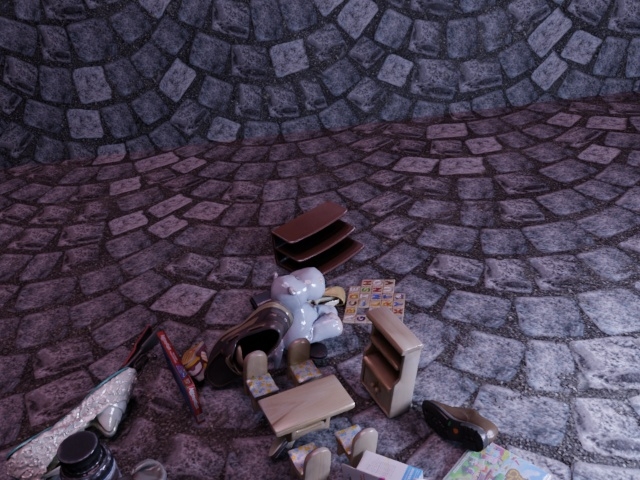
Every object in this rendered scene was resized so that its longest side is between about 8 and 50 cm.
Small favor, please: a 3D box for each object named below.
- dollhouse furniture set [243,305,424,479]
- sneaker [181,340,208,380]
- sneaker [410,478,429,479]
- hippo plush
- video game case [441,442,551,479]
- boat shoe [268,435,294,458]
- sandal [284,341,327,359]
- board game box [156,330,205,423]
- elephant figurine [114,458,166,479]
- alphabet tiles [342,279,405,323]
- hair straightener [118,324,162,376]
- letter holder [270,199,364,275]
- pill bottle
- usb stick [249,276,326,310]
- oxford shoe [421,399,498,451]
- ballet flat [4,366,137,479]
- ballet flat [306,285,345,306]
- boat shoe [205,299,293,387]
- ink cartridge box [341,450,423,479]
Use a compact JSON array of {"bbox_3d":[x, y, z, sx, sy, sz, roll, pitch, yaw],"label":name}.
[{"bbox_3d":[0.042,0.365,1.551,0.394,0.256,0.362,-14,36,-25],"label":"dollhouse furniture set"},{"bbox_3d":[-0.380,0.378,1.875,0.070,0.084,0.185,-33,7,6],"label":"sneaker"},{"bbox_3d":[0.149,0.570,1.276,0.323,0.236,0.130,4,34,17],"label":"sneaker"},{"bbox_3d":[-0.089,0.201,1.882,0.294,0.236,0.234,-22,21,-24],"label":"hippo plush"},{"bbox_3d":[0.400,0.575,1.415,0.193,0.023,0.212,22,43,39],"label":"video game case"},{"bbox_3d":[-0.085,0.523,1.587,0.049,0.043,0.137,-27,12,44],"label":"boat shoe"},{"bbox_3d":[-0.043,0.344,1.876,0.179,0.040,0.067,3,25,44],"label":"sandal"},{"bbox_3d":[-0.410,0.395,1.769,0.027,0.145,0.281,-21,35,-22],"label":"board game box"},{"bbox_3d":[-0.416,0.597,1.405,0.239,0.186,0.169,26,64,20],"label":"elephant figurine"},{"bbox_3d":[0.189,0.206,2.065,0.198,0.009,0.237,-1,33,12],"label":"alphabet tiles"},{"bbox_3d":[-0.574,0.364,1.946,0.089,0.047,0.230,5,34,20],"label":"hair straightener"},{"bbox_3d":[0.000,0.000,2.304,0.302,0.152,0.214,-31,40,-32],"label":"letter holder"},{"bbox_3d":[-0.550,0.567,1.454,0.123,0.219,0.122,-6,32,4],"label":"pill bottle"},{"bbox_3d":[-0.113,0.181,2.137,0.278,0.045,0.077,-20,34,-19],"label":"usb stick"},{"bbox_3d":[0.355,0.464,1.548,0.096,0.082,0.227,-17,21,-34],"label":"oxford shoe"},{"bbox_3d":[-0.650,0.524,1.664,0.147,0.147,0.409,21,45,38],"label":"ballet flat"},{"bbox_3d":[-0.027,0.205,2.054,0.232,0.080,0.073,-11,43,-4],"label":"ballet flat"},{"bbox_3d":[-0.222,0.310,1.718,0.132,0.355,0.130,39,24,-9],"label":"boat shoe"},{"bbox_3d":[0.146,0.562,1.415,0.181,0.104,0.061,11,36,27],"label":"ink cartridge box"}]
